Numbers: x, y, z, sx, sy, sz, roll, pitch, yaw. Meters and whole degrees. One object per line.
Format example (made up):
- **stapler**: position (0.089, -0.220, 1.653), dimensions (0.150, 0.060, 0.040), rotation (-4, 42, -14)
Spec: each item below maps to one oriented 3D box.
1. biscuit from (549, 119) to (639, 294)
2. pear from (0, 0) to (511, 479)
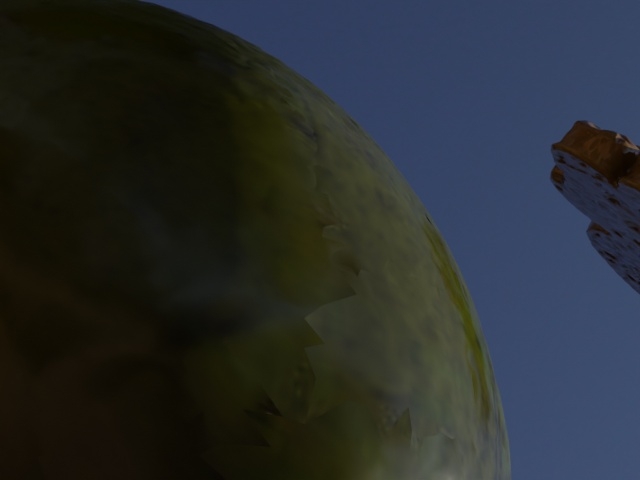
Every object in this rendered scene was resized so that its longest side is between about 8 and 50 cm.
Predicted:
- **biscuit**: position (0.239, 0.013, 0.825), dimensions (0.044, 0.288, 0.202), rotation (-50, -138, -5)
- **pear**: position (-0.096, 0.076, 0.527), dimensions (0.352, 0.352, 0.413), rotation (-43, -106, 35)
